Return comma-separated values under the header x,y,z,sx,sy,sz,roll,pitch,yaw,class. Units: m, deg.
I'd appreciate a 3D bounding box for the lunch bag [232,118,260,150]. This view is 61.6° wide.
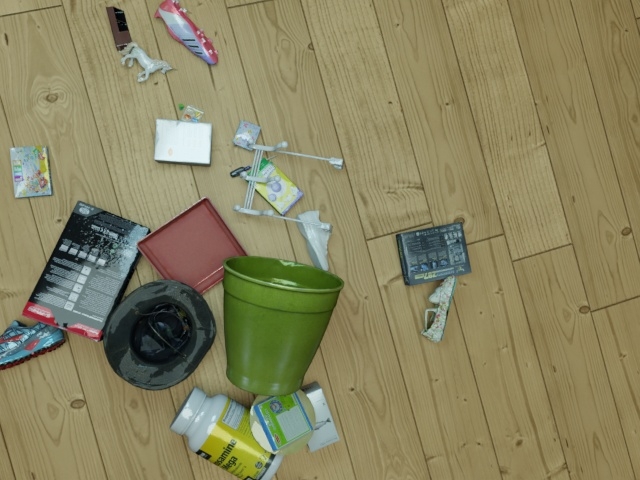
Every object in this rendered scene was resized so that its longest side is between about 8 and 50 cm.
x,y,z,sx,sy,sz,roll,pitch,yaw,class
-0.242,-0.341,1.754,0.071,0.053,0.083,20,75,-11,lunch bag

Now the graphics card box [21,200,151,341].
x,y,z,sx,sy,sz,roll,pitch,yaw,class
-0.693,0.091,1.617,0.233,0.094,0.370,21,77,-8,graphics card box

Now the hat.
x,y,z,sx,sy,sz,roll,pitch,yaw,class
-0.491,0.281,1.650,0.332,0.134,0.331,0,89,-16,hat

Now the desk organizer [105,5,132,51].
x,y,z,sx,sy,sz,roll,pitch,yaw,class
-0.635,-0.672,1.700,0.050,0.047,0.130,-14,91,-12,desk organizer

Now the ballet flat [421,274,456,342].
x,y,z,sx,sy,sz,roll,pitch,yaw,class
0.397,0.229,1.813,0.077,0.091,0.240,12,98,4,ballet flat

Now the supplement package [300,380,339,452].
x,y,z,sx,sy,sz,roll,pitch,yaw,class
-0.022,0.566,1.734,0.105,0.105,0.179,-20,92,-11,supplement package

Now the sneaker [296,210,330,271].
x,y,z,sx,sy,sz,roll,pitch,yaw,class
0.000,0.000,1.777,0.094,0.080,0.212,-21,90,-22,sneaker

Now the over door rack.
x,y,z,sx,sy,sz,roll,pitch,yaw,class
-0.093,-0.177,1.691,0.325,0.108,0.239,12,84,-6,over door rack

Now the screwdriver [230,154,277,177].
x,y,z,sx,sy,sz,roll,pitch,yaw,class
-0.220,-0.251,1.770,0.170,0.024,0.025,-30,122,-11,screwdriver

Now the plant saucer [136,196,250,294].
x,y,z,sx,sy,sz,roll,pitch,yaw,class
-0.394,0.029,1.682,0.258,0.048,0.259,-36,117,-9,plant saucer

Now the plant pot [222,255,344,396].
x,y,z,sx,sy,sz,roll,pitch,yaw,class
-0.143,0.261,1.624,0.367,0.366,0.352,10,98,-9,plant pot

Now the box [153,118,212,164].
x,y,z,sx,sy,sz,roll,pitch,yaw,class
-0.431,-0.307,1.697,0.171,0.091,0.130,4,91,-10,box

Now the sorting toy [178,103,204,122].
x,y,z,sx,sy,sz,roll,pitch,yaw,class
-0.428,-0.411,1.743,0.083,0.012,0.062,24,85,-9,sorting toy

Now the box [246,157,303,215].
x,y,z,sx,sy,sz,roll,pitch,yaw,class
-0.154,-0.179,1.766,0.179,0.043,0.105,44,82,-7,box

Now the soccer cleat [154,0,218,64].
x,y,z,sx,sy,sz,roll,pitch,yaw,class
-0.428,-0.659,1.729,0.095,0.083,0.248,-35,100,20,soccer cleat

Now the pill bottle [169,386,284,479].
x,y,z,sx,sy,sz,roll,pitch,yaw,class
-0.280,0.594,1.646,0.334,0.188,0.187,32,83,-7,pill bottle

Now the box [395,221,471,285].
x,y,z,sx,sy,sz,roll,pitch,yaw,class
0.389,0.045,1.846,0.233,0.059,0.183,-12,90,-11,box

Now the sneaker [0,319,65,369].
x,y,z,sx,sy,sz,roll,pitch,yaw,class
-0.909,0.305,1.607,0.262,0.104,0.125,-21,77,-16,sneaker

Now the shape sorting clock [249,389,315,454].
x,y,z,sx,sy,sz,roll,pitch,yaw,class
-0.114,0.539,1.622,0.206,0.040,0.206,11,60,-20,shape sorting clock

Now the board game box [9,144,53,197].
x,y,z,sx,sy,sz,roll,pitch,yaw,class
-0.887,-0.210,1.650,0.104,0.026,0.154,-7,89,-10,board game box

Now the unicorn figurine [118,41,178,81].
x,y,z,sx,sy,sz,roll,pitch,yaw,class
-0.551,-0.557,1.697,0.111,0.060,0.162,-38,120,14,unicorn figurine
